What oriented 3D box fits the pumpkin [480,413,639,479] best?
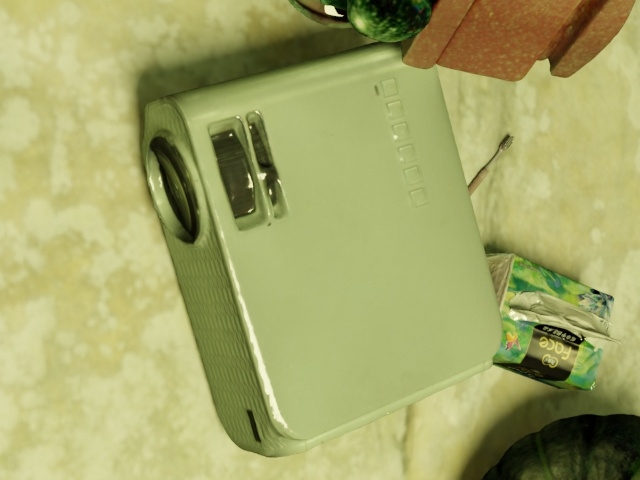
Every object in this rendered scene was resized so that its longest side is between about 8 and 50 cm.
[{"bbox_3d":[0.220,0.259,0.874,0.250,0.216,0.250,-2,70,7],"label":"pumpkin"}]

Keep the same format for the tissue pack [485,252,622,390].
[{"bbox_3d":[0.178,0.066,0.920,0.111,0.079,0.085,22,78,-26],"label":"tissue pack"}]

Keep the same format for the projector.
[{"bbox_3d":[0.000,0.000,0.813,0.198,0.108,0.250,-20,99,-28],"label":"projector"}]

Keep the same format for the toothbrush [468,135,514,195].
[{"bbox_3d":[0.130,-0.051,0.939,0.006,0.008,0.097,41,70,-6],"label":"toothbrush"}]

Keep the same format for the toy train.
[{"bbox_3d":[0.089,-0.256,0.797,0.221,0.150,0.304,8,60,-14],"label":"toy train"}]
